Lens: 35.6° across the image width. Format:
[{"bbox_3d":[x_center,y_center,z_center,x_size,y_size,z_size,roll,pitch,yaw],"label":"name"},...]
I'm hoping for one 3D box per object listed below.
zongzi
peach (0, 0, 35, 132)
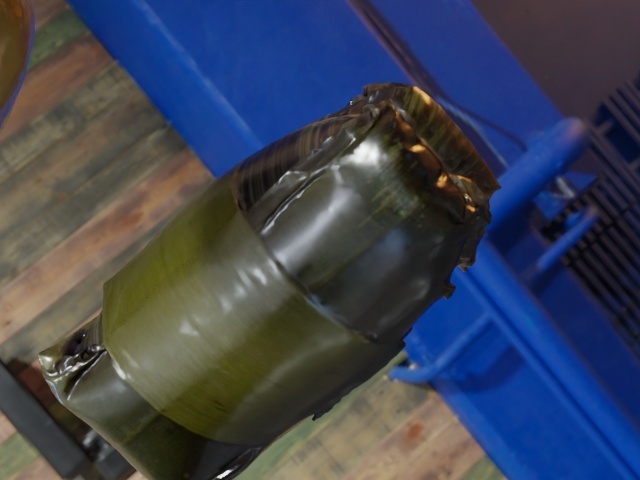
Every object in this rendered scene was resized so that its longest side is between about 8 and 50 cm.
[{"bbox_3d":[0.000,0.000,0.679,0.289,0.154,0.317,-38,6,24],"label":"zongzi"},{"bbox_3d":[-0.359,-0.152,0.655,0.314,0.282,0.315,0,19,-35],"label":"peach"}]
